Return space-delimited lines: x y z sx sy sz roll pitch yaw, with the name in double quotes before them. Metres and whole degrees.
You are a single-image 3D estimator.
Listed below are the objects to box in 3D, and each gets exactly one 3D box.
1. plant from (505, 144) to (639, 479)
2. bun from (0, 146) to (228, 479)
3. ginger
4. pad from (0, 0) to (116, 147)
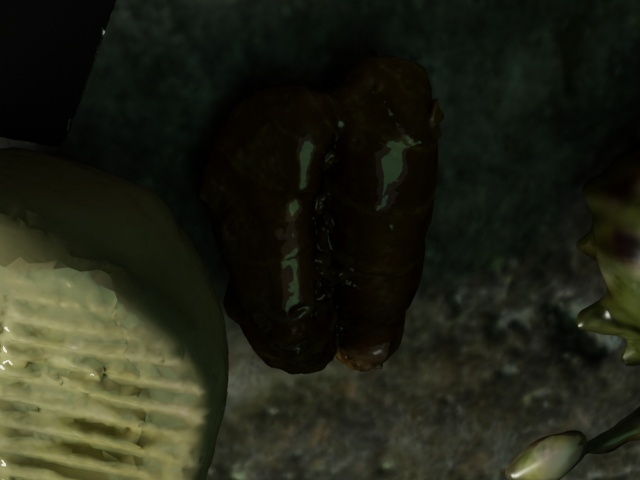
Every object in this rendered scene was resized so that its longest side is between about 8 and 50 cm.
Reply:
"plant" 0.250 0.015 0.959 0.333 0.180 0.251 -13 123 -59
"bun" -0.137 0.046 0.746 0.193 0.128 0.178 8 115 -17
"ginger" 0.000 0.000 0.814 0.103 0.073 0.162 -11 124 -19
"pad" -0.155 -0.121 0.646 0.243 0.004 0.164 9 107 -48
